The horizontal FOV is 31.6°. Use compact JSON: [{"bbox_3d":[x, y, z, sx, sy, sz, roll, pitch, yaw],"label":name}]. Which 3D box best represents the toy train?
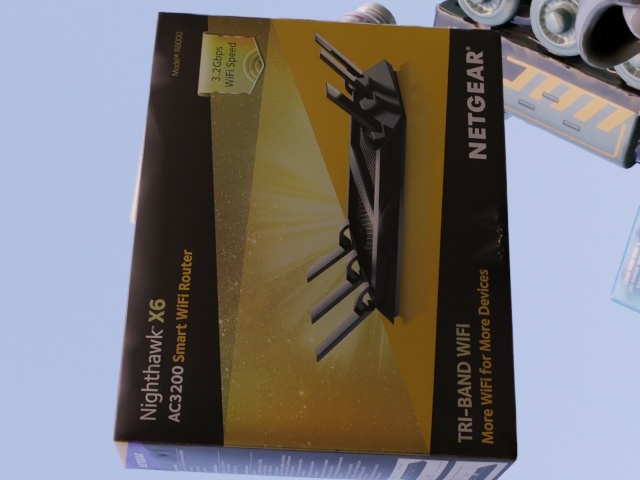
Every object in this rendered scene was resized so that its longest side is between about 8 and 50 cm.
[{"bbox_3d":[0.258,-0.188,1.144,0.334,0.190,0.142,29,-137,27],"label":"toy train"}]

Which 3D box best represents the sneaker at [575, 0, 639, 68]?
[{"bbox_3d":[0.271,-0.203,0.798,0.100,0.271,0.108,24,-112,-11],"label":"sneaker"}]

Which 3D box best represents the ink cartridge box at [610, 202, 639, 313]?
[{"bbox_3d":[0.498,0.014,1.197,0.129,0.307,0.223,-9,-61,-52],"label":"ink cartridge box"}]

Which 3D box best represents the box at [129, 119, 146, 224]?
[{"bbox_3d":[-0.129,-0.119,1.392,0.149,0.127,0.232,20,-65,12],"label":"box"}]

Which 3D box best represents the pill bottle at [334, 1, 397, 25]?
[{"bbox_3d":[0.038,-0.257,1.545,0.087,0.087,0.160,48,-126,-10],"label":"pill bottle"}]

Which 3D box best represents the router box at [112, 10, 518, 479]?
[{"bbox_3d":[0.000,0.000,0.758,0.243,0.081,0.308,2,-114,-3],"label":"router box"}]
